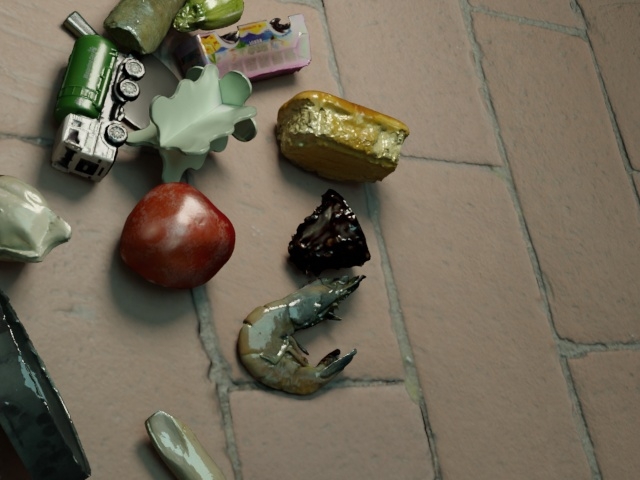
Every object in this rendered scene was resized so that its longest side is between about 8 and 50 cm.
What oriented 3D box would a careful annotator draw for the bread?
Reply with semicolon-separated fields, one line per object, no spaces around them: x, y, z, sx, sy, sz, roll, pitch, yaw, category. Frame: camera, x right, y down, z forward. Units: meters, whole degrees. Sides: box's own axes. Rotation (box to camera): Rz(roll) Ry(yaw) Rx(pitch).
0.037;-0.194;2.044;0.246;0.174;0.121;19;62;-18;bread

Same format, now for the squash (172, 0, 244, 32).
-0.210;-0.413;1.954;0.105;0.105;0.132;46;35;-7;squash

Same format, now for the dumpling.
-0.471;-0.027;1.643;0.199;0.118;0.136;25;54;23;dumpling

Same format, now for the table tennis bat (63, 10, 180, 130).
-0.347;-0.298;1.927;0.274;0.021;0.154;45;51;-11;table tennis bat

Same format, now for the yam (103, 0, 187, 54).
-0.310;-0.402;1.928;0.106;0.106;0.259;38;41;-14;yam

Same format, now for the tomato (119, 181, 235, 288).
-0.231;-0.002;1.776;0.187;0.151;0.187;14;65;-32;tomato

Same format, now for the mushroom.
-0.199;0.355;1.674;0.084;0.071;0.209;-34;86;-12;mushroom

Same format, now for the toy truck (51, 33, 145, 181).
-0.376;-0.226;1.807;0.125;0.101;0.242;19;60;-21;toy truck

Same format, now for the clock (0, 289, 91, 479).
-0.399;0.197;1.456;0.061;0.312;0.312;-26;83;-11;clock

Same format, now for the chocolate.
0.000;0.000;1.969;0.133;0.156;0.156;-27;83;-13;chocolate

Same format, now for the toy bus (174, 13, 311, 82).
-0.137;-0.356;2.056;0.274;0.090;0.112;-21;91;-39;toy bus

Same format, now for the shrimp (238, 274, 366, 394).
-0.011;0.166;1.900;0.289;0.075;0.178;-26;91;-41;shrimp

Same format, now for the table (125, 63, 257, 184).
-0.221;-0.196;1.851;0.166;0.166;0.198;50;42;-4;table
